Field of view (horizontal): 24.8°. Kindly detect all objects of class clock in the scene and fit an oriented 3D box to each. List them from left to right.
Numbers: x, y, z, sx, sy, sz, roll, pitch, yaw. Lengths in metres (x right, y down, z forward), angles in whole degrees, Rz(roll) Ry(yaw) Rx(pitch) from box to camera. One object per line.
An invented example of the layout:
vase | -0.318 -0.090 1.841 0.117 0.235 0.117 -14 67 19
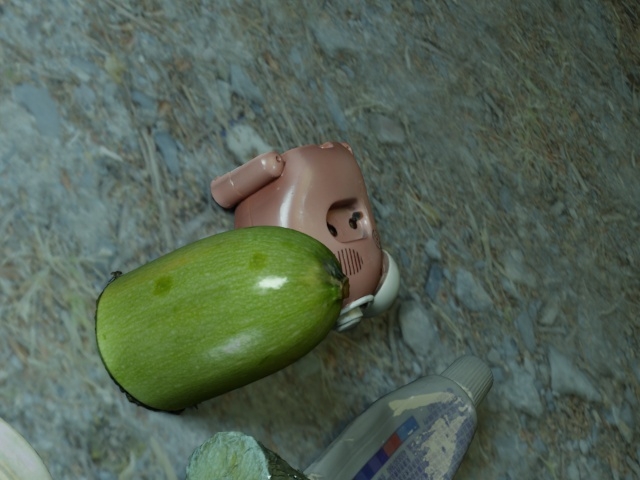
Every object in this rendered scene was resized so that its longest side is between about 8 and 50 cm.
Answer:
clock | 0.000 0.000 1.260 0.166 0.092 0.162 -13 80 -56

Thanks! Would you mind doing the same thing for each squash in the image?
squash | -0.062 0.052 1.062 0.123 0.186 0.123 31 49 -43

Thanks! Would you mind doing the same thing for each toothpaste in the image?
toothpaste | 0.073 0.185 1.256 0.099 0.068 0.282 34 42 14

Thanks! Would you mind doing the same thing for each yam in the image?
yam | -0.017 0.224 1.068 0.183 0.107 0.107 38 40 -32

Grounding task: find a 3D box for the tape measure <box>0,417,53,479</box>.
tape measure | -0.233 0.224 0.760 0.231 0.133 0.271 9 61 -41
